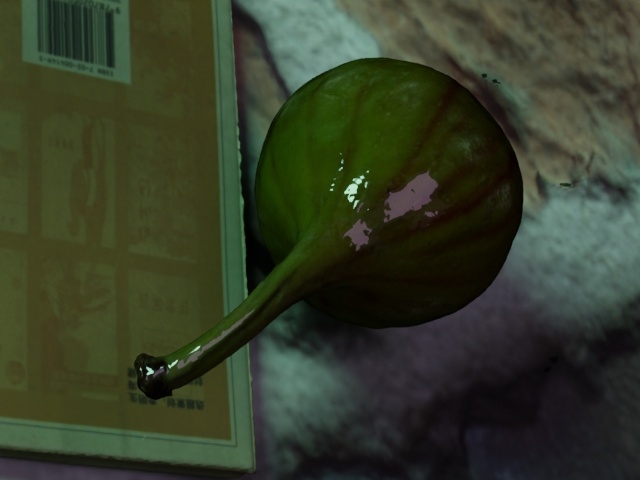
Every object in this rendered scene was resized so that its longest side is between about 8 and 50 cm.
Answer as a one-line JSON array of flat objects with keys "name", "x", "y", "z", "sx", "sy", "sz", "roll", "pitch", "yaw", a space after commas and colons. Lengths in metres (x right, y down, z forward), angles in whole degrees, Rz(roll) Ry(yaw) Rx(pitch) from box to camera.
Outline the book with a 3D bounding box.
[{"name": "book", "x": -0.106, "y": -0.023, "z": 0.850, "sx": 0.170, "sy": 0.018, "sz": 0.241, "roll": 11, "pitch": 66, "yaw": -33}]

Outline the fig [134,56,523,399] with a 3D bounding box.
[{"name": "fig", "x": 0.000, "y": 0.000, "z": 0.838, "sx": 0.124, "sy": 0.124, "sz": 0.236, "roll": 60, "pitch": 38, "yaw": -4}]
